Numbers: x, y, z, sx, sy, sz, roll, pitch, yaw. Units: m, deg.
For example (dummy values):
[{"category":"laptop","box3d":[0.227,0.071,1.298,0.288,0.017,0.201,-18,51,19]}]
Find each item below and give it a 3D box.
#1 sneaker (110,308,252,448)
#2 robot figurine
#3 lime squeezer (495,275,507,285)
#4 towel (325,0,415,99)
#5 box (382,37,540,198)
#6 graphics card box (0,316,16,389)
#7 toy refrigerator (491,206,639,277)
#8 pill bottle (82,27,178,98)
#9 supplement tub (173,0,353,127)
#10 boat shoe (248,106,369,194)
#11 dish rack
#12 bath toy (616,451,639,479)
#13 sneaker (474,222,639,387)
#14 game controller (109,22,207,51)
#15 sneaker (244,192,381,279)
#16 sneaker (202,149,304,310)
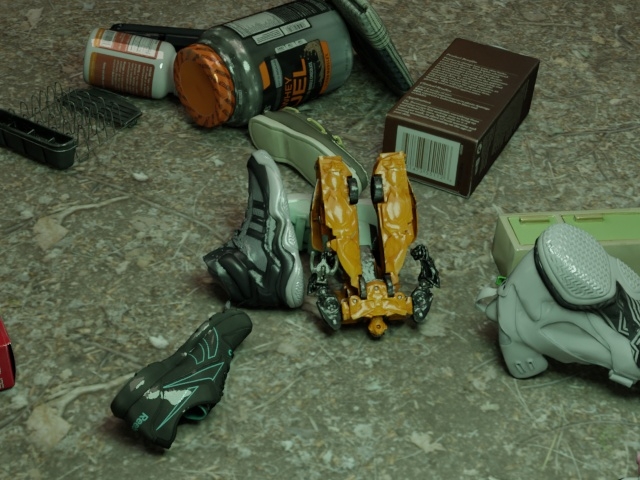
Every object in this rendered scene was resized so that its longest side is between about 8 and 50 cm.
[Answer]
[{"category":"sneaker","box3d":[-0.178,0.197,1.445,0.106,0.101,0.267,42,47,10]},{"category":"robot figurine","box3d":[0.076,0.008,1.597,0.211,0.085,0.291,-3,82,-8]},{"category":"lime squeezer","box3d":[0.436,0.091,1.613,0.310,0.110,0.059,15,80,9]},{"category":"towel","box3d":[0.095,-0.442,2.117,0.056,0.312,0.324,-38,45,2]},{"category":"box","box3d":[0.282,-0.254,2.011,0.191,0.143,0.381,20,42,20]},{"category":"graphics card box","box3d":[-0.646,0.158,1.435,0.371,0.094,0.233,-15,42,-24]},{"category":"toy refrigerator","box3d":[0.440,0.008,1.719,0.269,0.094,0.102,-3,39,-8]},{"category":"pill bottle","box3d":[-0.374,-0.362,2.095,0.216,0.121,0.121,12,38,-4]},{"category":"supplement tub","box3d":[-0.115,-0.358,2.051,0.338,0.207,0.207,-27,47,-32]},{"category":"boat shoe","box3d":[-0.010,-0.173,1.902,0.091,0.109,0.305,-31,45,-30]},{"category":"dish rack","box3d":[-0.492,-0.243,1.981,0.208,0.074,0.271,23,41,22]},{"category":"bath toy","box3d":[0.453,0.288,1.299,0.151,0.129,0.348,-14,14,47]},{"category":"sneaker","box3d":[0.409,0.148,1.512,0.366,0.210,0.137,41,41,-9]},{"category":"game controller","box3d":[-0.307,-0.428,2.213,0.319,0.067,0.166,5,1,2]},{"category":"sneaker","box3d":[0.000,0.000,1.694,0.256,0.094,0.151,-3,41,-7]},{"category":"sneaker","box3d":[-0.120,-0.012,1.624,0.153,0.101,0.268,-12,76,-4]}]
